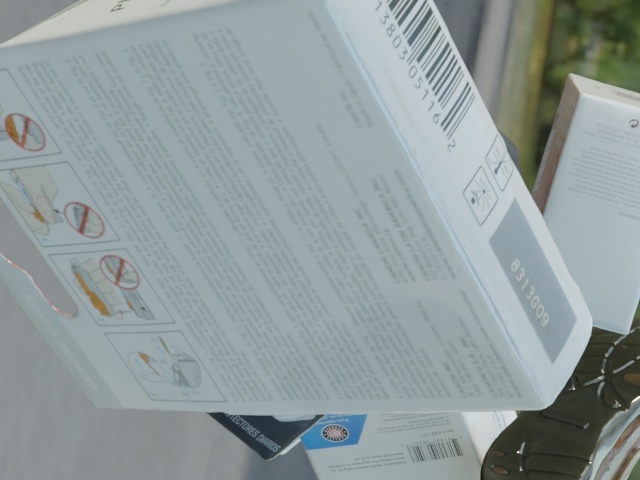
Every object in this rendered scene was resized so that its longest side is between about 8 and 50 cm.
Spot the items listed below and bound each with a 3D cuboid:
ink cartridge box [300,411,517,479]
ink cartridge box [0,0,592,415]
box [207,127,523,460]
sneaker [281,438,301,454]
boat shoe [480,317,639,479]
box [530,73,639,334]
[{"bbox_3d":[0.095,0.190,1.914,0.168,0.171,0.233,-75,150,-51],"label":"ink cartridge box"},{"bbox_3d":[-0.062,-0.028,1.183,0.091,0.385,0.308,-55,127,-37],"label":"ink cartridge box"},{"bbox_3d":[0.000,0.000,1.385,0.270,0.165,0.143,-42,-158,20],"label":"box"},{"bbox_3d":[-0.039,0.124,2.084,0.091,0.126,0.240,-32,153,-43],"label":"sneaker"},{"bbox_3d":[0.249,0.192,1.840,0.324,0.122,0.120,-40,138,-41],"label":"boat shoe"},{"bbox_3d":[0.214,-0.031,1.482,0.130,0.091,0.170,-77,-177,-79],"label":"box"}]
